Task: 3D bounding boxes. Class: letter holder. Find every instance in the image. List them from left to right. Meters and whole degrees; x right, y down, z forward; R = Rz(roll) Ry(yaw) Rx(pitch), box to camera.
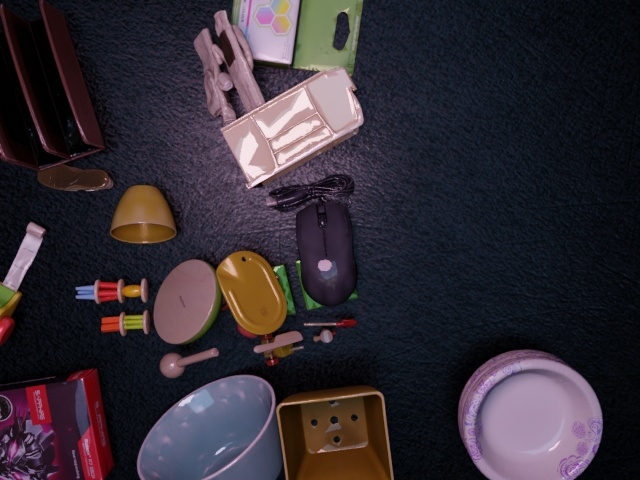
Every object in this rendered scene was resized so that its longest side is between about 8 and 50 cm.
[{"bbox_3d":[-0.564,-0.309,1.572,0.152,0.214,0.302,-18,89,2],"label":"letter holder"}]

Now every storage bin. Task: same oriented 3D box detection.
[{"bbox_3d":[-0.044,-0.217,1.576,0.260,0.262,0.123,-29,93,3],"label":"storage bin"}]

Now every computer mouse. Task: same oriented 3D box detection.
[{"bbox_3d":[0.000,0.000,1.657,0.188,0.072,0.272,-12,80,0],"label":"computer mouse"}]

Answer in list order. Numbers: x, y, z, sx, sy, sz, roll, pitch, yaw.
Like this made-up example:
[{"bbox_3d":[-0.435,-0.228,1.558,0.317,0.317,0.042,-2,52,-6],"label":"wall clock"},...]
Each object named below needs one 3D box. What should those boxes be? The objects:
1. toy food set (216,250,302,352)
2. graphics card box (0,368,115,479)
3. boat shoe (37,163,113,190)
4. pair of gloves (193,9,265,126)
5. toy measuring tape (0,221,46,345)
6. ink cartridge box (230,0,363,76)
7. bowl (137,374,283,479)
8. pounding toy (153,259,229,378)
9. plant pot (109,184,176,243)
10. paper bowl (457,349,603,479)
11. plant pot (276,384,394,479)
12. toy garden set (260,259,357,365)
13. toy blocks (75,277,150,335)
[{"bbox_3d":[-0.142,0.132,1.651,0.128,0.071,0.218,-21,83,-36],"label":"toy food set"},{"bbox_3d":[-0.650,0.419,1.725,0.371,0.094,0.233,-8,96,2],"label":"graphics card box"},{"bbox_3d":[-0.516,-0.128,1.695,0.153,0.048,0.056,1,80,3],"label":"boat shoe"},{"bbox_3d":[-0.191,-0.329,1.584,0.042,0.240,0.204,-19,96,-25],"label":"pair of gloves"},{"bbox_3d":[-0.675,0.117,1.684,0.121,0.121,0.330,28,95,-3],"label":"toy measuring tape"},{"bbox_3d":[-0.047,-0.445,1.634,0.255,0.097,0.189,8,96,0],"label":"ink cartridge box"},{"bbox_3d":[-0.197,0.439,1.649,0.311,0.311,0.163,-27,114,3],"label":"bowl"},{"bbox_3d":[-0.247,0.165,1.684,0.183,0.110,0.237,-23,57,31],"label":"pounding toy"},{"bbox_3d":[-0.366,-0.059,1.669,0.134,0.134,0.095,-4,72,0],"label":"plant pot"},{"bbox_3d":[0.431,0.369,1.693,0.284,0.148,0.284,0,95,0],"label":"paper bowl"},{"bbox_3d":[0.031,0.403,1.676,0.212,0.187,0.212,-7,95,1],"label":"plant pot"},{"bbox_3d":[-0.041,0.143,1.721,0.244,0.049,0.204,-14,94,1],"label":"toy garden set"},{"bbox_3d":[-0.442,0.143,1.716,0.148,0.054,0.123,-2,95,0],"label":"toy blocks"}]
